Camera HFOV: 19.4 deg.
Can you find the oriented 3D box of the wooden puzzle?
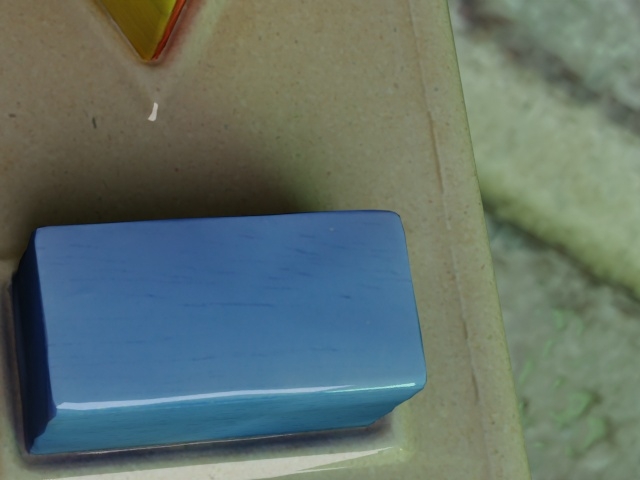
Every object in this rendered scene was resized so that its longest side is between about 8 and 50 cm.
[{"bbox_3d":[-0.105,-0.029,0.472,0.322,0.080,0.347,-3,78,-18],"label":"wooden puzzle"}]
